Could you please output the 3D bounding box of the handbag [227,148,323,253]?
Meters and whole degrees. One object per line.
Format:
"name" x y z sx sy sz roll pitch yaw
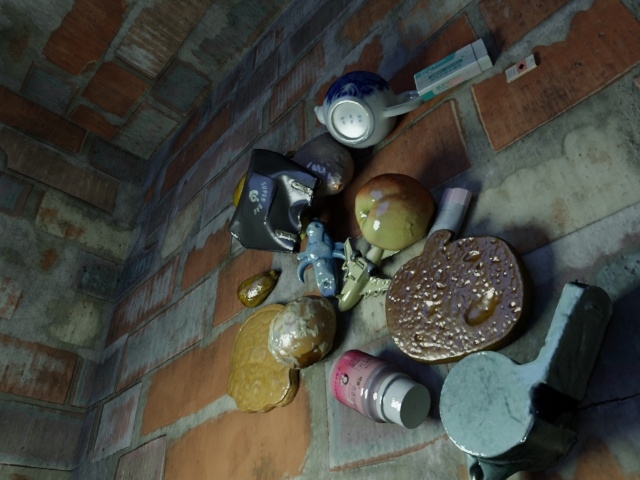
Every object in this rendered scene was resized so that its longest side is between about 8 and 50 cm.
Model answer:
"handbag" -0.144 -0.115 1.603 0.288 0.152 0.342 20 95 35

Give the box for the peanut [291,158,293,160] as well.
"peanut" -0.069 -0.267 1.928 0.214 0.090 0.099 -106 12 -49

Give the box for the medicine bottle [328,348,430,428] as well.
"medicine bottle" 0.138 0.355 1.173 0.247 0.147 0.147 7 72 55

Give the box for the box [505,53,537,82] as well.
"box" 0.548 -0.470 1.341 0.083 0.012 0.046 -26 47 40

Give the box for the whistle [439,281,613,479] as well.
"whistle" 0.391 0.267 0.886 0.405 0.168 0.188 -48 36 19

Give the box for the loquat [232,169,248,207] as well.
"loquat" -0.274 -0.207 2.070 0.187 0.176 0.234 -19 42 44

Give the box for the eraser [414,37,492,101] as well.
"eraser" 0.400 -0.518 1.495 0.225 0.052 0.096 -23 48 26

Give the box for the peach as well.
"peach" 0.213 -0.077 1.337 0.232 0.232 0.232 -31 44 36

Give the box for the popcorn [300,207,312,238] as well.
"popcorn" -0.109 -0.095 1.775 0.187 0.167 0.185 11 93 61

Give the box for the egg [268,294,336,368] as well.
"egg" -0.050 0.266 1.438 0.233 0.195 0.195 -44 34 -7

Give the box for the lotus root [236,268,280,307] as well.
"lotus root" -0.230 0.172 1.825 0.190 0.094 0.108 -42 73 19

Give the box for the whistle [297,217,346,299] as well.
"whistle" 0.007 0.054 1.559 0.180 0.093 0.269 -16 72 11

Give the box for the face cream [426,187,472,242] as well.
"face cream" 0.331 -0.042 1.282 0.084 0.057 0.198 10 73 52

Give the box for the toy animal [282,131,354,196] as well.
"toy animal" 0.002 -0.251 1.717 0.226 0.188 0.358 -27 29 5

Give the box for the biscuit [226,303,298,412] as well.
"biscuit" -0.196 0.389 1.650 0.385 0.062 0.365 -19 53 45

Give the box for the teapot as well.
"teapot" 0.146 -0.453 1.665 0.424 0.252 0.280 -1 33 28

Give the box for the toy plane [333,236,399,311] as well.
"toy plane" 0.123 0.098 1.420 0.256 0.104 0.242 -52 50 2

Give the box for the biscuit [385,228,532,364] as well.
"biscuit" 0.308 0.124 1.159 0.367 0.063 0.314 -26 57 38

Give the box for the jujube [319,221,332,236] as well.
"jujube" 0.000 0.000 1.668 0.077 0.077 0.129 -3 75 51
